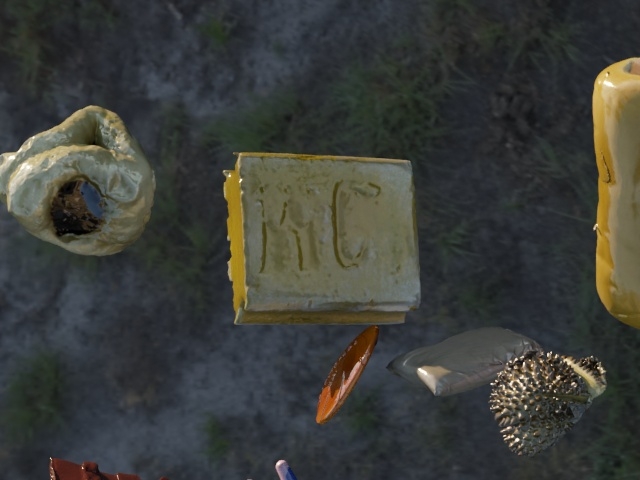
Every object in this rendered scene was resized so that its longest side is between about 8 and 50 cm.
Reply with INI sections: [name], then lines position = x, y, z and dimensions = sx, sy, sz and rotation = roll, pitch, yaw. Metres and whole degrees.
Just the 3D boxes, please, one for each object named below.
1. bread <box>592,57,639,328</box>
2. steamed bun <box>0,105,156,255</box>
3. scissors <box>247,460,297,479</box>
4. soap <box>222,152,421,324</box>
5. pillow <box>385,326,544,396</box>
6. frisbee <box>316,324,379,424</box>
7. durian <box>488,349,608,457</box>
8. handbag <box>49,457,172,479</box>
[bread]
position = 0.355, -0.044, 1.265
dimensions = 0.142, 0.091, 0.305
rotation = -6, 117, 7
[steamed bun]
position = -0.292, -0.064, 1.384
dimensions = 0.172, 0.155, 0.140
rotation = 54, 135, 34
[scissors]
position = -0.015, 0.217, 0.888
dimensions = 0.039, 0.012, 0.113
rotation = -31, 71, -4
[soap]
position = 0.000, 0.000, 2.172
dimensions = 0.156, 0.335, 0.293
rotation = 128, 143, -67
[pillow]
position = 0.239, 0.198, 2.013
dimensions = 0.173, 0.270, 0.067
rotation = 14, 112, 54
[frisbee]
position = 0.037, 0.219, 2.035
dimensions = 0.035, 0.192, 0.192
rotation = 30, 105, -4
[durian]
position = 0.193, 0.136, 1.101
dimensions = 0.110, 0.140, 0.071
rotation = -44, 90, -15
[handbag]
position = -0.274, 0.418, 1.762
dimensions = 0.275, 0.260, 0.084
rotation = -135, 62, -66
